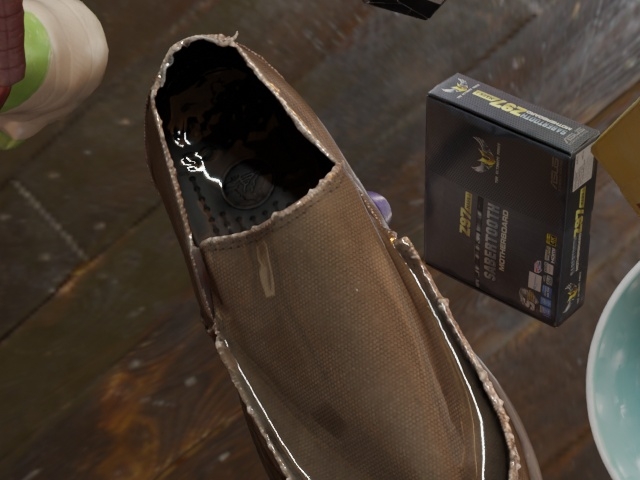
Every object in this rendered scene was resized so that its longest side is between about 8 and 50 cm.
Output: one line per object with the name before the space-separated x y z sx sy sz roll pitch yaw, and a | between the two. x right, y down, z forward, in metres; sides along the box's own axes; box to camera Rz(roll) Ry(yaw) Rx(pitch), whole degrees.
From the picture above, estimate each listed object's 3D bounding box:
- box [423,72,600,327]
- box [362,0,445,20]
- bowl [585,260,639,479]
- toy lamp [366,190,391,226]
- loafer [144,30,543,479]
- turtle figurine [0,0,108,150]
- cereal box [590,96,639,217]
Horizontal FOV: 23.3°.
box | 0.197 -0.041 1.645 0.183 0.059 0.233 28 136 32
box | 0.098 -0.313 1.207 0.247 0.163 0.142 -46 77 17
bowl | 0.408 0.132 1.414 0.311 0.163 0.312 -1 88 18
toy lamp | 0.000 0.000 1.661 0.080 0.274 0.080 8 108 27
loafer | -0.012 0.032 0.827 0.133 0.130 0.366 -33 60 -2
turtle figurine | -0.185 -0.045 0.439 0.197 0.266 0.275 26 108 4
cereal box | 0.174 -0.083 0.321 0.240 0.173 0.047 -36 85 -1
